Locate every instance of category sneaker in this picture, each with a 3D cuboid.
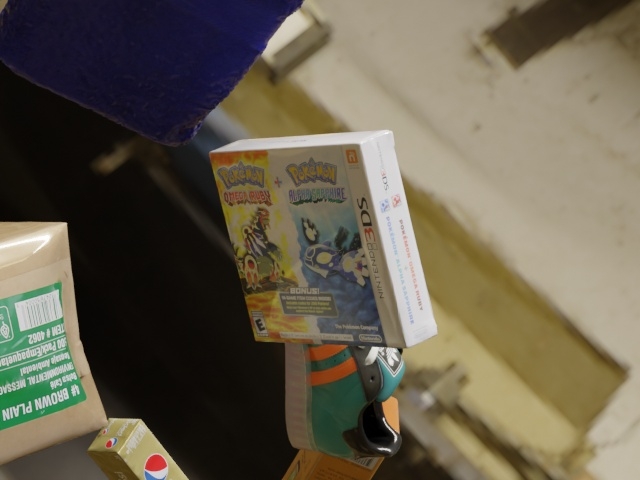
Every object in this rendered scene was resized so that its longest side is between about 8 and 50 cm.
[{"bbox_3d":[0.030,0.091,1.959,0.121,0.108,0.302,10,-55,21],"label":"sneaker"}]

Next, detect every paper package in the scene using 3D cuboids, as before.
[{"bbox_3d":[-0.379,0.102,1.455,0.309,0.324,0.168,1,-76,48],"label":"paper package"}]

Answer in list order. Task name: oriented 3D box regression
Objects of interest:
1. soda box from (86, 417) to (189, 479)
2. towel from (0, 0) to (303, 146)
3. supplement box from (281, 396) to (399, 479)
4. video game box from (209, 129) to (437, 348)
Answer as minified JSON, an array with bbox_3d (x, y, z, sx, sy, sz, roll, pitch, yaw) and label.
[{"bbox_3d":[-0.212,0.302,2.433,0.061,0.058,0.181,-3,-48,41],"label":"soda box"},{"bbox_3d":[-0.139,-0.239,1.770,0.227,0.076,0.308,27,-54,-21],"label":"towel"},{"bbox_3d":[0.010,0.285,2.368,0.080,0.233,0.078,25,28,-14],"label":"supplement box"},{"bbox_3d":[0.000,0.000,1.724,0.205,0.048,0.187,-1,-75,48],"label":"video game box"}]
